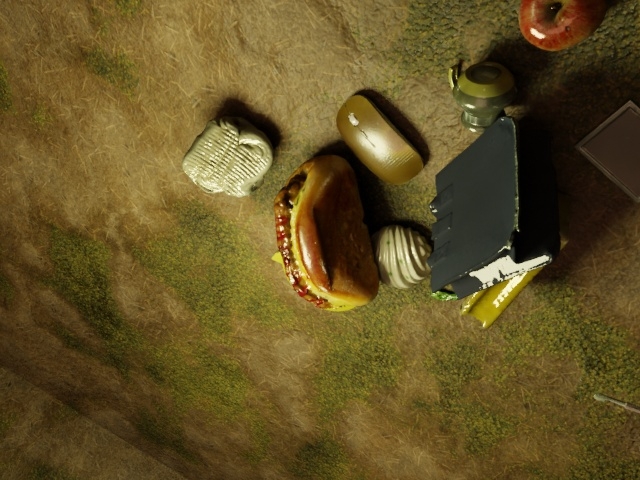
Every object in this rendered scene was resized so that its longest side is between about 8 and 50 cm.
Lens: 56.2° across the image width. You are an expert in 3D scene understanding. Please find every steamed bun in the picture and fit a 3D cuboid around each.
[{"bbox_3d":[-0.236,-0.221,1.614,0.211,0.144,0.218,33,102,-4],"label":"steamed bun"},{"bbox_3d":[0.205,0.049,1.563,0.183,0.106,0.183,17,130,21],"label":"steamed bun"}]

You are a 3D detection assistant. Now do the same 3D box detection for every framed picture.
[{"bbox_3d":[0.634,-0.177,1.212,0.183,0.011,0.142,41,133,-1],"label":"framed picture"}]

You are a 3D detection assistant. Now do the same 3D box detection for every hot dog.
[{"bbox_3d":[-0.001,0.000,1.509,0.185,0.223,0.405,1,111,50],"label":"hot dog"}]

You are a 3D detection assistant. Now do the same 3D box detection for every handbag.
[{"bbox_3d":[0.344,-0.057,1.246,0.122,0.303,0.329,15,154,-17],"label":"handbag"}]

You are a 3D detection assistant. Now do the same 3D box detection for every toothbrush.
[{"bbox_3d":[0.803,0.432,1.537,0.194,0.014,0.017,16,128,20],"label":"toothbrush"}]

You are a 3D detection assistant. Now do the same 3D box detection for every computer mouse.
[{"bbox_3d":[0.139,-0.237,1.436,0.245,0.056,0.126,47,132,-5],"label":"computer mouse"}]

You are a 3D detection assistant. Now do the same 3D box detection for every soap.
[{"bbox_3d":[0.437,0.034,1.356,0.091,0.199,0.315,29,130,1],"label":"soap"}]

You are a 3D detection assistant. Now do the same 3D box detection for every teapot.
[{"bbox_3d":[0.328,-0.304,1.244,0.165,0.130,0.119,47,160,39],"label":"teapot"}]

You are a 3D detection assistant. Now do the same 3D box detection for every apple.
[{"bbox_3d":[0.437,-0.417,1.082,0.146,0.131,0.146,11,112,28],"label":"apple"}]

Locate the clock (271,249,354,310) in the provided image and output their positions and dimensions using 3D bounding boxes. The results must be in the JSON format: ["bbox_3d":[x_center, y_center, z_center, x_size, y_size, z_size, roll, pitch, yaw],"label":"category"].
[{"bbox_3d":[0.007,0.087,1.729,0.293,0.071,0.277,37,132,3],"label":"clock"}]

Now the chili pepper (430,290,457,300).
[{"bbox_3d":[0.337,0.147,1.605,0.091,0.030,0.034,6,99,24],"label":"chili pepper"}]
